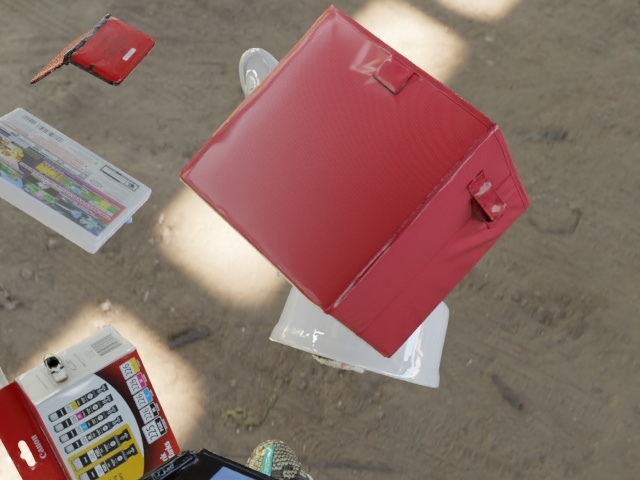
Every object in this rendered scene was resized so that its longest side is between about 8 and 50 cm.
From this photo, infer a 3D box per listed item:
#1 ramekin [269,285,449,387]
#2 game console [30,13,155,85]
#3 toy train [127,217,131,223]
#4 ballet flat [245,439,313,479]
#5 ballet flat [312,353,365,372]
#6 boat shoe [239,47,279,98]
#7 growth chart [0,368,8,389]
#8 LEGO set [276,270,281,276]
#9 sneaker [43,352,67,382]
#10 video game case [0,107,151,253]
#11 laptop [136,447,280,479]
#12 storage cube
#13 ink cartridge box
[{"bbox_3d":[0.070,0.132,1.551,0.277,0.277,0.135,16,85,6],"label":"ramekin"},{"bbox_3d":[-0.330,-0.261,1.432,0.124,0.085,0.144,28,40,-4],"label":"game console"},{"bbox_3d":[-0.377,-0.061,1.640,0.080,0.184,0.105,-30,91,3],"label":"toy train"},{"bbox_3d":[-0.030,0.488,1.578,0.164,0.483,0.182,-5,42,8],"label":"ballet flat"},{"bbox_3d":[0.105,0.237,2.044,0.240,0.077,0.091,-11,30,9],"label":"ballet flat"},{"bbox_3d":[-0.073,-0.184,1.340,0.066,0.063,0.184,-13,79,8],"label":"boat shoe"},{"bbox_3d":[-0.657,0.252,1.808,0.021,0.237,0.172,-30,93,14],"label":"growth chart"},{"bbox_3d":[0.000,0.000,2.064,0.244,0.060,0.182,-4,28,9],"label":"LEGO set"},{"bbox_3d":[-0.468,0.214,1.723,0.032,0.037,0.083,-30,35,-21],"label":"sneaker"},{"bbox_3d":[-0.321,-0.077,1.178,0.201,0.023,0.183,33,24,-4],"label":"video game case"},{"bbox_3d":[-0.123,0.259,0.662,0.136,0.234,0.264,49,37,12],"label":"laptop"},{"bbox_3d":[0.036,-0.042,0.836,0.193,0.183,0.215,-47,64,0],"label":"storage cube"},{"bbox_3d":[-0.427,0.362,1.805,0.271,0.310,0.130,-31,31,-23],"label":"ink cartridge box"}]
